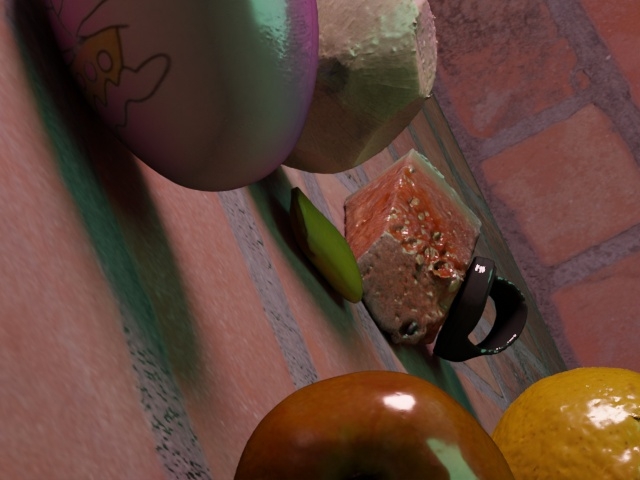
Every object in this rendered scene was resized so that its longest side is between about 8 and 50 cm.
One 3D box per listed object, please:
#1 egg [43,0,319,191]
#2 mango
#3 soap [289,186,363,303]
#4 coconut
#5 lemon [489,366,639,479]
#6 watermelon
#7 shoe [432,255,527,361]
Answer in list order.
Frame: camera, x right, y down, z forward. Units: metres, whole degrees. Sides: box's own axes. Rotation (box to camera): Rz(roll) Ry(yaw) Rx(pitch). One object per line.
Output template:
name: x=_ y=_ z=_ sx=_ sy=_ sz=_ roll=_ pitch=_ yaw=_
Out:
egg: x=-0.100 y=-0.164 z=1.253 sx=0.196 sy=0.196 sz=0.271 roll=35 pitch=48 yaw=-69
mango: x=0.051 y=0.219 z=1.052 sx=0.211 sy=0.173 sz=0.317 roll=-115 pitch=-177 yaw=-50
soap: x=0.000 y=0.000 z=1.736 sx=0.168 sy=0.033 sz=0.089 roll=51 pitch=13 yaw=-47
coconut: x=0.006 y=-0.180 z=1.714 sx=0.227 sy=0.227 sz=0.230 roll=61 pitch=3 yaw=-7
lemon: x=0.296 y=0.265 z=1.835 sx=0.293 sy=0.293 sz=0.293 roll=59 pitch=11 yaw=-18
watermelon: x=0.097 y=0.025 z=1.983 sx=0.193 sy=0.140 sz=0.257 roll=53 pitch=18 yaw=-3
shoe: x=0.197 y=0.092 z=2.089 sx=0.093 sy=0.108 sz=0.241 roll=21 pitch=-14 yaw=4
